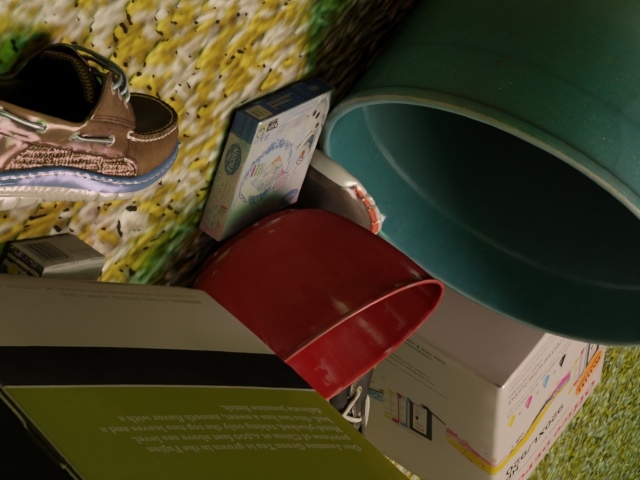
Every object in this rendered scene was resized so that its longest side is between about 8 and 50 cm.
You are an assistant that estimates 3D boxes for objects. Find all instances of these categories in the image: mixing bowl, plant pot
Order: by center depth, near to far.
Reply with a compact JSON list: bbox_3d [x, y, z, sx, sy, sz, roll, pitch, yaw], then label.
[{"bbox_3d":[-0.021,0.044,1.256,0.181,0.098,0.181,-34,165,-10],"label":"mixing bowl"},{"bbox_3d":[0.178,-0.109,1.318,0.255,0.271,0.272,-59,161,-21],"label":"plant pot"}]

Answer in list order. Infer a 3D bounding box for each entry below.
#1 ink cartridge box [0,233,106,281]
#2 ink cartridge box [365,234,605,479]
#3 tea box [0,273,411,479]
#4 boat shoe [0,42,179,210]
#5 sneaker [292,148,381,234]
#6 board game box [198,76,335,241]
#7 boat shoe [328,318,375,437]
[{"bbox_3d":[-0.166,0.054,1.076,0.063,0.029,0.115,-10,131,-63],"label":"ink cartridge box"},{"bbox_3d":[0.120,0.074,1.547,0.171,0.168,0.233,-48,157,-24],"label":"ink cartridge box"},{"bbox_3d":[-0.112,0.234,0.978,0.220,0.323,0.329,6,117,-45],"label":"tea box"},{"bbox_3d":[-0.124,-0.059,0.959,0.183,0.066,0.066,-20,136,-58],"label":"boat shoe"},{"bbox_3d":[0.000,0.000,1.334,0.065,0.061,0.158,-42,155,-20],"label":"sneaker"},{"bbox_3d":[-0.034,-0.053,1.234,0.090,0.020,0.090,-29,145,-52],"label":"board game box"},{"bbox_3d":[0.010,0.113,1.430,0.084,0.079,0.233,-11,146,-18],"label":"boat shoe"}]
